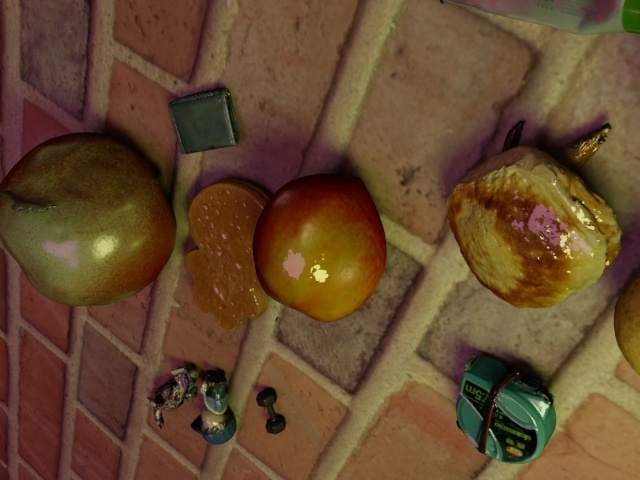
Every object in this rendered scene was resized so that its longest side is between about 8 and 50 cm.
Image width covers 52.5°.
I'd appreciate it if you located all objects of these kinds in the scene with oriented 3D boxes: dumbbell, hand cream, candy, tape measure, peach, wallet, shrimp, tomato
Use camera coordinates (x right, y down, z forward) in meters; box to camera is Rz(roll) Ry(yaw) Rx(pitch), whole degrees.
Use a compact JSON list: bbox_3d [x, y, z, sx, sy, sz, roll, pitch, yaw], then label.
[{"bbox_3d":[-0.091,0.314,1.193,0.036,0.040,0.083,22,131,63],"label":"dumbbell"},{"bbox_3d":[0.213,-0.248,0.623,0.275,0.050,0.079,37,108,43],"label":"hand cream"},{"bbox_3d":[-0.307,0.322,1.330,0.226,0.051,0.094,-38,49,47],"label":"candy"},{"bbox_3d":[0.248,0.233,0.872,0.125,0.081,0.146,22,125,29],"label":"tape measure"},{"bbox_3d":[0.000,0.000,0.870,0.197,0.197,0.197,17,123,29],"label":"peach"},{"bbox_3d":[-0.178,-0.183,0.997,0.129,0.026,0.088,-2,108,38],"label":"wallet"},{"bbox_3d":[0.259,-0.104,0.720,0.091,0.025,0.127,55,135,1],"label":"shrimp"},{"bbox_3d":[-0.404,-0.027,1.102,0.303,0.239,0.303,19,128,27],"label":"tomato"}]

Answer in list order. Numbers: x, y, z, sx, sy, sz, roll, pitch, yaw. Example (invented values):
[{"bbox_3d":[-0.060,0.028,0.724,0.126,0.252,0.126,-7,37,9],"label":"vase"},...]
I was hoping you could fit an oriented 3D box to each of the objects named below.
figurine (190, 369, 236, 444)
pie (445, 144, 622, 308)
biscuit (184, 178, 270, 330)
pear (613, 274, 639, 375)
[{"bbox_3d":[-0.204,0.324,1.264,0.086,0.087,0.149,-136,50,-61],"label":"figurine"},{"bbox_3d":[0.232,-0.011,0.737,0.179,0.084,0.205,53,146,-9],"label":"pie"},{"bbox_3d":[-0.142,0.028,1.073,0.202,0.044,0.289,32,130,20],"label":"biscuit"},{"bbox_3d":[0.384,0.088,0.645,0.178,0.178,0.178,17,123,29],"label":"pear"}]
